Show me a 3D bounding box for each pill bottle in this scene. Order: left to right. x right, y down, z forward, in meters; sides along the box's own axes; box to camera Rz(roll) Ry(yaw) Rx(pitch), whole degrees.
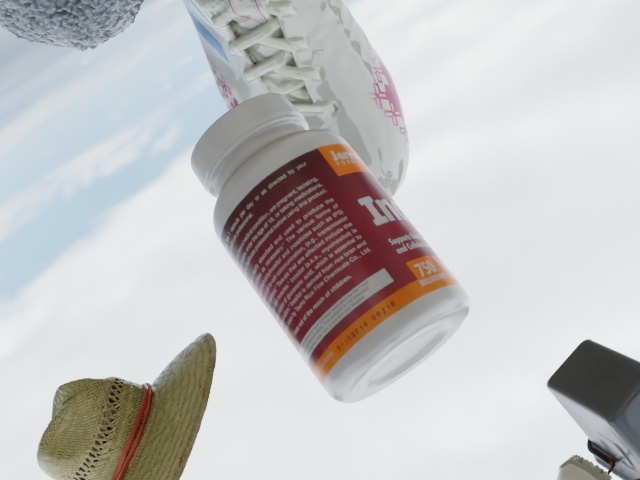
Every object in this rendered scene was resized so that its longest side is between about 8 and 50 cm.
[{"bbox_3d":[0.000,0.000,0.539,0.086,0.152,0.086,-33,161,-13],"label":"pill bottle"}]

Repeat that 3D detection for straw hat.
[{"bbox_3d":[-0.113,0.102,0.543,0.144,0.061,0.144,-56,-163,27],"label":"straw hat"}]

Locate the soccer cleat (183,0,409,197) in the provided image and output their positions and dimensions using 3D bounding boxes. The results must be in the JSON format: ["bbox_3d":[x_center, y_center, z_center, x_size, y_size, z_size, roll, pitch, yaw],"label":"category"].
[{"bbox_3d":[-0.048,-0.160,0.706,0.116,0.331,0.143,-28,-175,11],"label":"soccer cleat"}]

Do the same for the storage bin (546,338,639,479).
[{"bbox_3d":[0.242,0.140,0.838,0.098,0.091,0.135,-47,-164,-5],"label":"storage bin"}]

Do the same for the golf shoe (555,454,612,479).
[{"bbox_3d":[0.178,0.214,0.655,0.086,0.069,0.176,-24,-136,-3],"label":"golf shoe"}]

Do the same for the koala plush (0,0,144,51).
[{"bbox_3d":[-0.206,-0.193,0.561,0.196,0.203,0.221,-4,-167,37],"label":"koala plush"}]
